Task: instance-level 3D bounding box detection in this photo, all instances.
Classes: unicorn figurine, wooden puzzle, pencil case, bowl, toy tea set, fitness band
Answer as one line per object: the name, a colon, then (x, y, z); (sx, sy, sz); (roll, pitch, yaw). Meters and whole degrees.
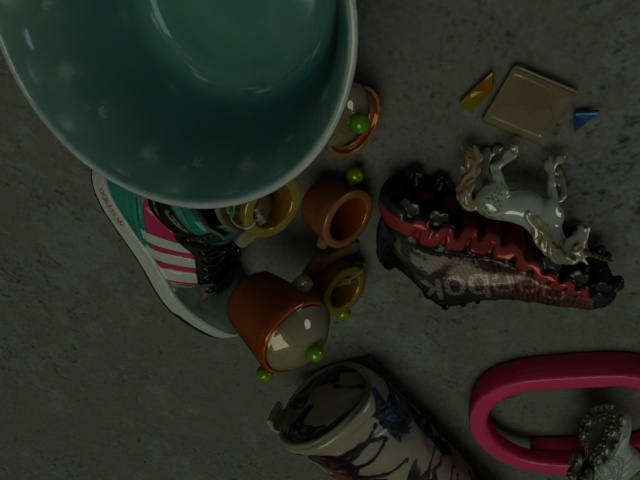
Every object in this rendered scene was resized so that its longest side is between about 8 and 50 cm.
unicorn figurine: (0.213, -0.037, 0.668); (0.162, 0.111, 0.060); (12, 165, 18)
wooden puzzle: (0.204, -0.134, 0.657); (0.116, 0.014, 0.078); (27, 136, -7)
pencil case: (0.110, 0.349, 1.000); (0.184, 0.159, 0.410); (-33, 116, 19)
bowl: (-0.099, -0.200, 0.565); (0.312, 0.163, 0.311); (9, 122, 15)
toy tea set: (0.000, 0.000, 0.700); (0.124, 0.200, 0.335); (36, 141, 37)
fitness band: (0.350, 0.240, 0.910); (0.291, 0.054, 0.208); (-10, 126, 22)

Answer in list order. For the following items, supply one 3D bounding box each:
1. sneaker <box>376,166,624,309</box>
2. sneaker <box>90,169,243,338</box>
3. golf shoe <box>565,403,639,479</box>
sneaker: (0.184, 0.023, 0.741); (0.276, 0.097, 0.135); (20, 132, 2)
sneaker: (-0.120, -0.003, 0.796); (0.179, 0.123, 0.295); (-9, 126, 35)
golf shoe: (0.381, 0.271, 0.866); (0.086, 0.069, 0.176); (-4, 131, -6)
